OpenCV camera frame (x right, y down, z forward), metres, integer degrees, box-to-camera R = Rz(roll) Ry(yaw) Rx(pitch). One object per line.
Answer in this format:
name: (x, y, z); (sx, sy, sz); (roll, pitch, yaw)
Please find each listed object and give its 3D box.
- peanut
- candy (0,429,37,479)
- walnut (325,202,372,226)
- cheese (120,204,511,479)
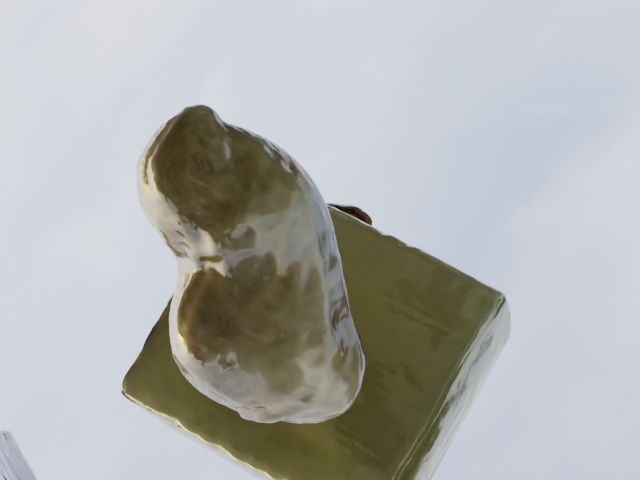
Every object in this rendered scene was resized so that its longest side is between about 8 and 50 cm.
peanut: (-0.049, 0.022, 1.087); (0.122, 0.253, 0.137); (2, -155, 40)
candy: (-0.345, 0.265, 1.568); (0.115, 0.265, 0.155); (-33, -102, -6)
walnut: (0.000, 0.000, 1.676); (0.121, 0.052, 0.091); (9, -151, 27)
cheese: (0.000, 0.102, 1.408); (0.265, 0.124, 0.243); (26, -100, 18)
